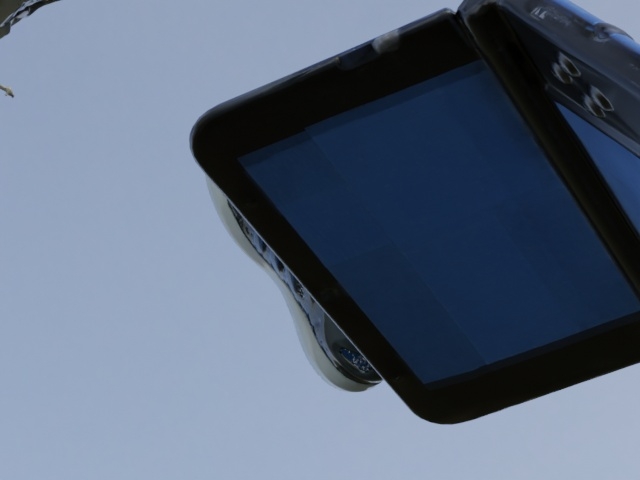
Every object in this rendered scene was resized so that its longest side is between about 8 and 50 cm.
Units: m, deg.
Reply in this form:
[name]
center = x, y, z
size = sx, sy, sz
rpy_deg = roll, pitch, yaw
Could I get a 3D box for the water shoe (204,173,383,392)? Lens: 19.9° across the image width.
[water shoe]
center = 0.000, 0.000, 1.209
size = 0.073, 0.203, 0.080
rpy_deg = -23, -13, -43

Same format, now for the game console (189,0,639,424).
[game console]
center = 0.117, 0.029, 0.892
size = 0.173, 0.250, 0.293
rpy_deg = -43, -48, -3

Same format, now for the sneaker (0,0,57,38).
[sneaker]
center = -0.188, -0.065, 0.669
size = 0.281, 0.105, 0.115
rpy_deg = -24, -72, -33

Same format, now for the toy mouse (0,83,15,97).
[toy mouse]
center = -0.269, -0.124, 1.019
size = 0.143, 0.031, 0.161
rpy_deg = -28, -68, -19
